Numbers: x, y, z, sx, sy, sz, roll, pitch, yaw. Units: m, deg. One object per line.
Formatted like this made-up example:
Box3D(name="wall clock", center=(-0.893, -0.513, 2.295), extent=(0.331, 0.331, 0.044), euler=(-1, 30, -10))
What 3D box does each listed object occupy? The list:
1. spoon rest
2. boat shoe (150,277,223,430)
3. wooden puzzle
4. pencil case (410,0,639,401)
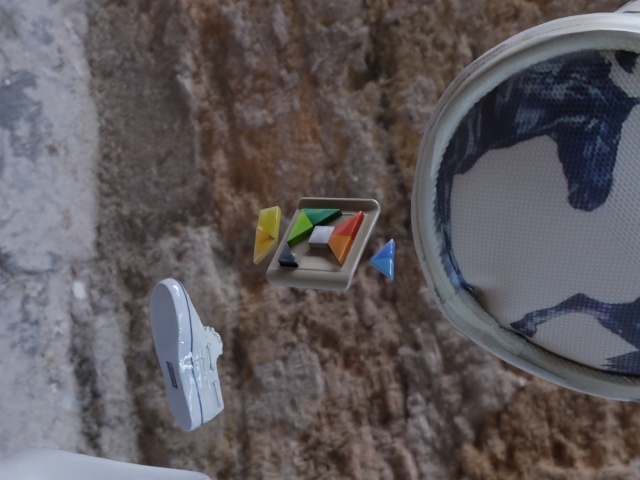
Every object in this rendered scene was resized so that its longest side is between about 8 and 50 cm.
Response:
Box3D(name="spoon rest", center=(-0.153, 0.150, 0.509), extent=(0.137, 0.276, 0.084), euler=(-11, 80, -33))
Box3D(name="boat shoe", center=(-0.078, 0.067, 0.591), extent=(0.035, 0.035, 0.100), euler=(-22, 111, -36))
Box3D(name="wooden puzzle", center=(0.000, 0.000, 0.665), extent=(0.014, 0.116, 0.079), euler=(57, 39, -46))
Box3D(name="pencil case", center=(0.198, -0.066, 0.500), extent=(0.160, 0.184, 0.410), euler=(39, 34, 13))
